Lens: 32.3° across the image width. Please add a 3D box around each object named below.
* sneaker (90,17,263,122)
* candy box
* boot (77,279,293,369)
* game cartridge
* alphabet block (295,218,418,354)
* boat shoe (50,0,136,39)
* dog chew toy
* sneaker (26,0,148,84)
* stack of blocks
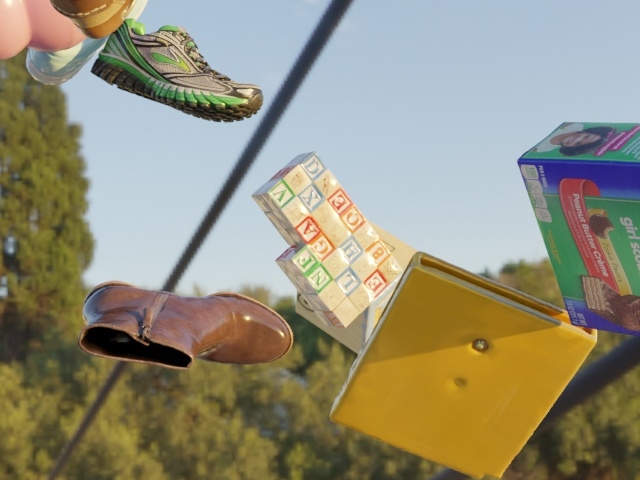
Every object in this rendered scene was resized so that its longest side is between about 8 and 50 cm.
[{"bbox_3d":[-0.251,-0.310,1.980,0.343,0.146,0.134,22,0,20],"label":"sneaker"},{"bbox_3d":[0.432,-0.007,1.367,0.317,0.268,0.122,6,37,48],"label":"candy box"},{"bbox_3d":[-0.144,0.113,1.225,0.248,0.090,0.207,15,10,-10],"label":"boot"},{"bbox_3d":[0.200,0.194,1.619,0.285,0.053,0.324,23,-55,-5],"label":"game cartridge"},{"bbox_3d":[0.081,0.093,2.357,0.193,0.197,0.192,-39,-30,-34],"label":"alphabet block"},{"bbox_3d":[-0.219,-0.353,1.190,0.122,0.324,0.120,8,-33,14],"label":"boat shoe"},{"bbox_3d":[-0.533,-0.392,1.837,0.331,0.207,0.206,-24,2,-26],"label":"dog chew toy"},{"bbox_3d":[-0.414,-0.452,2.106,0.135,0.366,0.150,35,-25,-13],"label":"sneaker"},{"bbox_3d":[0.000,0.000,2.109,0.171,0.297,0.087,-42,16,-20],"label":"stack of blocks"}]
